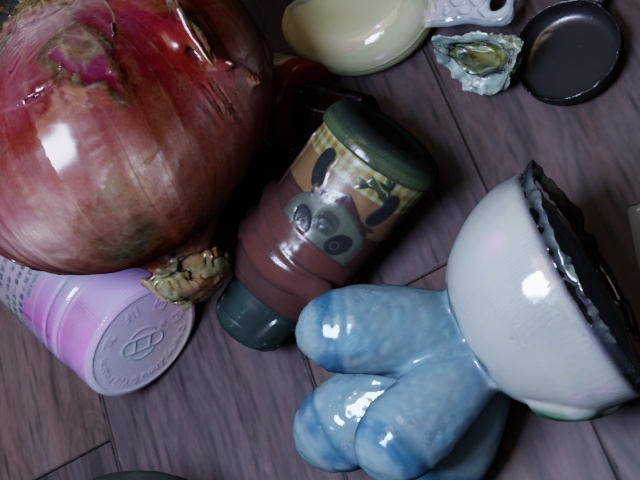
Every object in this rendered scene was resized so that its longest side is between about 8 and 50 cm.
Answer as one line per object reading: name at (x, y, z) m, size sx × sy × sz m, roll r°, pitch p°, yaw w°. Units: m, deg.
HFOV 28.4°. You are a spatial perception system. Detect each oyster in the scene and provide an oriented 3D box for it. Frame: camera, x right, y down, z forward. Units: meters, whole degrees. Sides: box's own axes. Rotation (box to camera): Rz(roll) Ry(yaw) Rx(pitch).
oyster at (0.163, -0.194, 1.312) m, size 0.100 × 0.098 × 0.037 m, roll 32°, pitch 65°, yaw 19°

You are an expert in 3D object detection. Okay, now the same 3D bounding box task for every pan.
pan at (0.272, -0.236, 1.291) m, size 0.115 × 0.040 × 0.212 m, roll 22°, pitch 90°, yaw 33°

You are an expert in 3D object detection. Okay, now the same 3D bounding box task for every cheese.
cheese at (0.082, -0.239, 1.377) m, size 0.249 × 0.071 × 0.163 m, roll 27°, pitch 86°, yaw 32°

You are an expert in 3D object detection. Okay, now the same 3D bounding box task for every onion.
onion at (-0.203, -0.122, 1.239) m, size 0.354 × 0.353 × 0.353 m, roll -10°, pitch 67°, yaw 25°

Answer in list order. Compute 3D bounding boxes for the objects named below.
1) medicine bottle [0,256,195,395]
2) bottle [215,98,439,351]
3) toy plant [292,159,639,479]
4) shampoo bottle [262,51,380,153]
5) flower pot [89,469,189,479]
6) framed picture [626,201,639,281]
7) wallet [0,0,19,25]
medicine bottle at (-0.272, 0.044, 1.409) m, size 0.254 × 0.152 × 0.152 m, roll 36°, pitch 91°, yaw 32°
bottle at (0.000, 0.000, 1.285) m, size 0.271 × 0.143 × 0.156 m, roll -53°, pitch 48°, yaw 19°
toy plant at (0.111, 0.109, 1.146) m, size 0.332 × 0.247 × 0.247 m, roll -32°, pitch 60°, yaw 17°
shampoo bottle at (-0.061, -0.158, 1.401) m, size 0.278 × 0.104 × 0.104 m, roll 18°, pitch 81°, yaw 32°
flower pot at (-0.180, 0.332, 1.225) m, size 0.269 × 0.269 × 0.166 m, roll -27°, pitch 40°, yaw 17°
framed picture at (0.418, 0.022, 1.133) m, size 0.265 × 0.018 × 0.192 m, roll -16°, pitch 64°, yaw 22°
wallet at (-0.289, -0.331, 1.623) m, size 0.317 × 0.044 × 0.169 m, roll 1°, pitch 68°, yaw 27°
